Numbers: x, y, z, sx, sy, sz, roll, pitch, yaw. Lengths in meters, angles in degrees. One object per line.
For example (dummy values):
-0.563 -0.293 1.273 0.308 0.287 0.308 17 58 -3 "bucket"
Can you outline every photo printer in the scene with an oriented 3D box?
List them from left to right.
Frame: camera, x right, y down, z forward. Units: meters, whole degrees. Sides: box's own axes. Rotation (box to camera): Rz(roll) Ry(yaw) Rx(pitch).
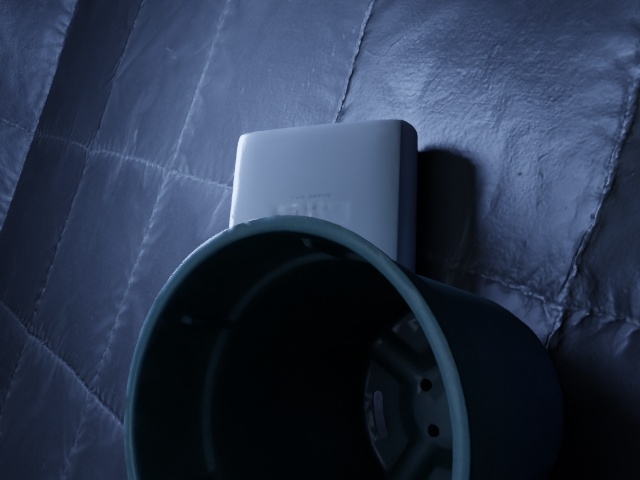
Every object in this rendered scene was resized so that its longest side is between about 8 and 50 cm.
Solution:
0.000 0.000 1.035 0.256 0.107 0.307 -2 70 18 "photo printer"

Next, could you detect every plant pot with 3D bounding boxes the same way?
0.054 0.166 0.743 0.341 0.334 0.341 -5 81 35 "plant pot"
